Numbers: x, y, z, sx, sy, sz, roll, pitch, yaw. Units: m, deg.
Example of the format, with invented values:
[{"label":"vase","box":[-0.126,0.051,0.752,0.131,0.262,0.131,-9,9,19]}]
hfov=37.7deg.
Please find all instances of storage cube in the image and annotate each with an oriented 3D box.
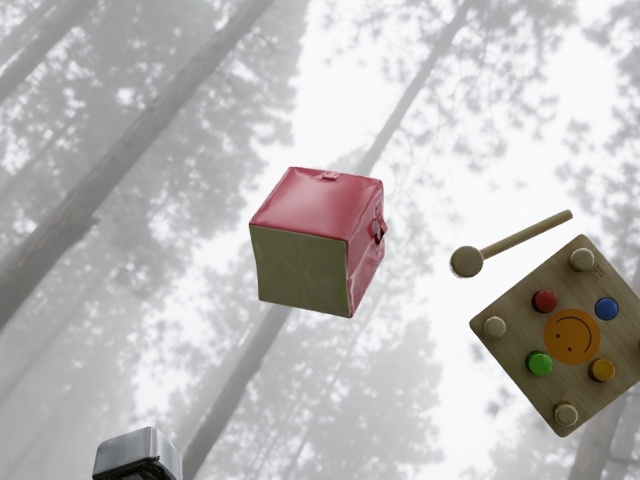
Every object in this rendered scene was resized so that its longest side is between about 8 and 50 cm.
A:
[{"label":"storage cube","box":[0.000,0.000,1.695,0.215,0.193,0.183,11,-50,19]}]

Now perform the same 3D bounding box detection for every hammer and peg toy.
[{"label":"hammer and peg toy","box":[0.395,0.114,1.585,0.361,0.266,0.127,52,4,8]}]

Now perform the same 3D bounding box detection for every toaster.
[{"label":"toaster","box":[-0.420,0.537,2.205,0.186,0.110,0.168,-20,-48,10]}]
